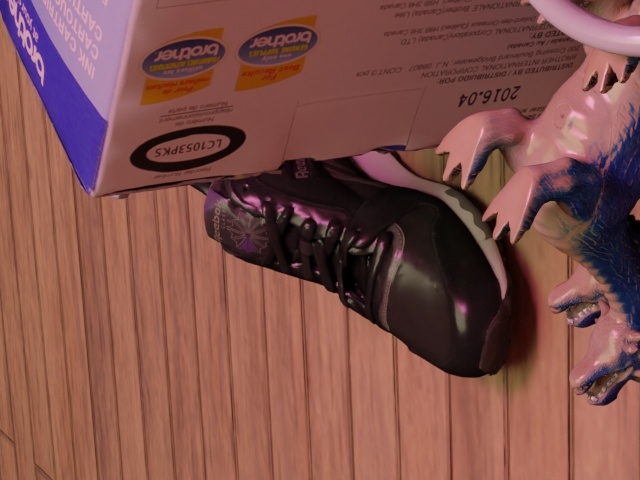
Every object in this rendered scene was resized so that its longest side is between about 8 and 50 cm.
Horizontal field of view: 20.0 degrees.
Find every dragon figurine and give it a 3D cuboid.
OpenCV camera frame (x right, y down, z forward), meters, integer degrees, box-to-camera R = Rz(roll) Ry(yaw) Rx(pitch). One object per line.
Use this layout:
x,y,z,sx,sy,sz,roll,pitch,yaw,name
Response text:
0.151,-0.060,0.801,0.085,0.144,0.289,51,123,46,dragon figurine

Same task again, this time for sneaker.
0.000,0.000,1.076,0.283,0.124,0.107,46,139,47,sneaker

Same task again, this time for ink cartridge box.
0.010,-0.175,0.828,0.151,0.270,0.395,59,147,36,ink cartridge box

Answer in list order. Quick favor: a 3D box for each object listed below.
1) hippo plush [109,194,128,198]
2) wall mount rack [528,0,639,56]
-0.120,-0.232,1.019,0.236,0.234,0.294,53,175,31,hippo plush
0.124,-0.208,0.581,0.304,0.130,0.350,41,125,2,wall mount rack
